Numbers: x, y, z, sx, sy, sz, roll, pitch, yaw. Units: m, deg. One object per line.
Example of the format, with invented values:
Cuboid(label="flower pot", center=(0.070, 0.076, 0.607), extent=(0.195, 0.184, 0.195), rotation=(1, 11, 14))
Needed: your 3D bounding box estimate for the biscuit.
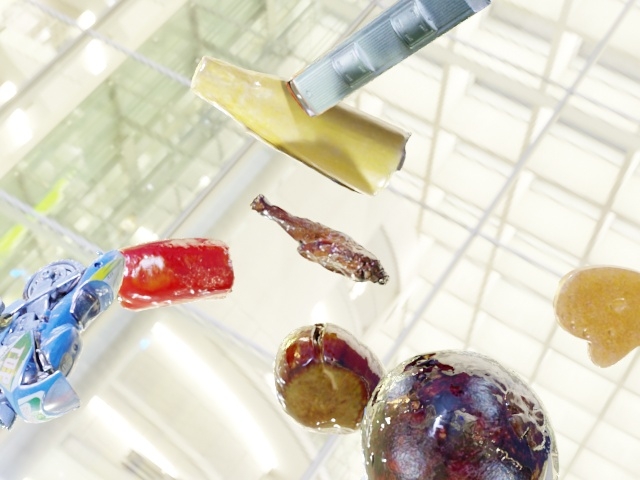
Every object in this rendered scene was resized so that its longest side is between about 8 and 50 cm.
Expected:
Cuboid(label="biscuit", center=(0.328, 0.086, 1.123), extent=(0.140, 0.118, 0.023), rotation=(14, 3, -8))

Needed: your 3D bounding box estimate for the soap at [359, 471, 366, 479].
Cuboid(label="soap", center=(0.207, 0.388, 1.509), extent=(0.289, 0.173, 0.095), rotation=(-2, -70, 18))

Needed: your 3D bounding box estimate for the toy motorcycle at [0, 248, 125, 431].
Cuboid(label="toy motorcycle", center=(-0.277, 0.105, 0.994), extent=(0.135, 0.254, 0.092), rotation=(-2, -47, 21))

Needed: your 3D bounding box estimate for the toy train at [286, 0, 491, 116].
Cuboid(label="toy train", center=(0.086, -0.309, 1.603), extent=(0.409, 0.089, 0.086), rotation=(-27, -79, 40))

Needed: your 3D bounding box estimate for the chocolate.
Cuboid(label="chocolate", center=(-0.047, -0.236, 1.975), extent=(0.445, 0.162, 0.162), rotation=(24, -27, -9))

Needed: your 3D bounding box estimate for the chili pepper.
Cuboid(label="chili pepper", center=(-0.337, 0.068, 1.898), extent=(0.131, 0.338, 0.135), rotation=(-165, -109, -65))

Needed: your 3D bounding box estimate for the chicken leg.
Cuboid(label="chicken leg", center=(0.001, 0.002, 1.314), extent=(0.205, 0.053, 0.093), rotation=(23, -9, 8))

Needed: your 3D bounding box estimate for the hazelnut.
Cuboid(label="hazelnut", center=(0.015, 0.271, 1.928), extent=(0.234, 0.218, 0.218), rotation=(40, -28, -8))

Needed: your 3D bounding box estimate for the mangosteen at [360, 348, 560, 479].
Cuboid(label="mangosteen", center=(0.173, 0.287, 1.324), extent=(0.288, 0.288, 0.288), rotation=(28, -30, 18))
